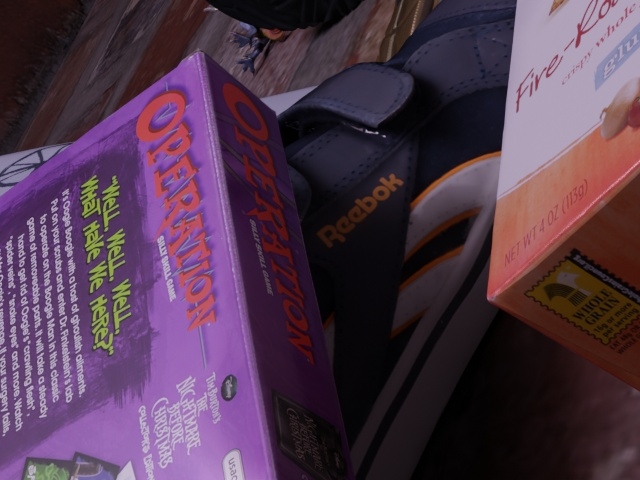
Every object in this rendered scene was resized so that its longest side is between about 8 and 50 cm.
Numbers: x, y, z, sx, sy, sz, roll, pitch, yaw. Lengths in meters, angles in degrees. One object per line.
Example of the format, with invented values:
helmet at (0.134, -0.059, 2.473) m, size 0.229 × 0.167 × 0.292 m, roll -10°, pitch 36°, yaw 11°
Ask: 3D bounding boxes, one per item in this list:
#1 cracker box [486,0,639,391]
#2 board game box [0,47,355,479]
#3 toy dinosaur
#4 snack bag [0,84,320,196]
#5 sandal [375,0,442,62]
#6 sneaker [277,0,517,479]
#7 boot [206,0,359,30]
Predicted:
cracker box at (0.127, -0.087, 0.500) m, size 0.156 × 0.067 × 0.232 m, roll -47°, pitch 20°, yaw 38°
board game box at (-0.079, 0.120, 0.476) m, size 0.208 × 0.056 × 0.347 m, roll -36°, pitch 41°, yaw 24°
toy dinosaur at (-0.042, -0.160, 1.252) m, size 0.090 × 0.047 × 0.082 m, roll -5°, pitch 38°, yaw 30°
snack bag at (-0.176, 0.022, 0.843) m, size 0.342 × 0.037 × 0.323 m, roll -8°, pitch 24°, yaw 32°
sandal at (0.067, -0.133, 0.821) m, size 0.072 × 0.049 × 0.180 m, roll 162°, pitch 121°, yaw -75°
sneaker at (0.000, 0.000, 0.637) m, size 0.321 × 0.127 × 0.126 m, roll -63°, pitch 15°, yaw -18°
boot at (0.029, -0.263, 1.065) m, size 0.246 × 0.094 × 0.207 m, roll -29°, pitch 37°, yaw 50°
